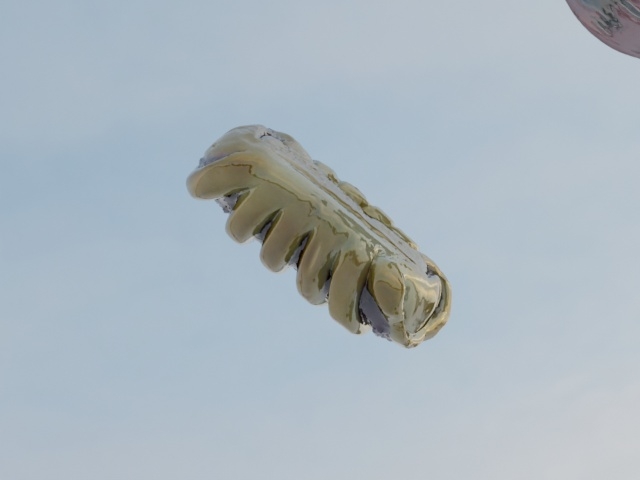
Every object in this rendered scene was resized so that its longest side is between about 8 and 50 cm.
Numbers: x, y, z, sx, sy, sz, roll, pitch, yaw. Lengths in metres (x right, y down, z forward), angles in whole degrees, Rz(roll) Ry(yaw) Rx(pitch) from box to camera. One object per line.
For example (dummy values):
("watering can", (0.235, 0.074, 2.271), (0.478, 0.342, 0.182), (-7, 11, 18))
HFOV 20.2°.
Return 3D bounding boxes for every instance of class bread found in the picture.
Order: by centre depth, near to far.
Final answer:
("bread", (0.000, 0.000, 1.367), (0.081, 0.225, 0.134), (-50, -7, 14))

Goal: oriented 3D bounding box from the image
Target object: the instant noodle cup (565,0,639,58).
("instant noodle cup", (0.313, -0.268, 1.534), (0.234, 0.235, 0.178), (0, -15, -15))
